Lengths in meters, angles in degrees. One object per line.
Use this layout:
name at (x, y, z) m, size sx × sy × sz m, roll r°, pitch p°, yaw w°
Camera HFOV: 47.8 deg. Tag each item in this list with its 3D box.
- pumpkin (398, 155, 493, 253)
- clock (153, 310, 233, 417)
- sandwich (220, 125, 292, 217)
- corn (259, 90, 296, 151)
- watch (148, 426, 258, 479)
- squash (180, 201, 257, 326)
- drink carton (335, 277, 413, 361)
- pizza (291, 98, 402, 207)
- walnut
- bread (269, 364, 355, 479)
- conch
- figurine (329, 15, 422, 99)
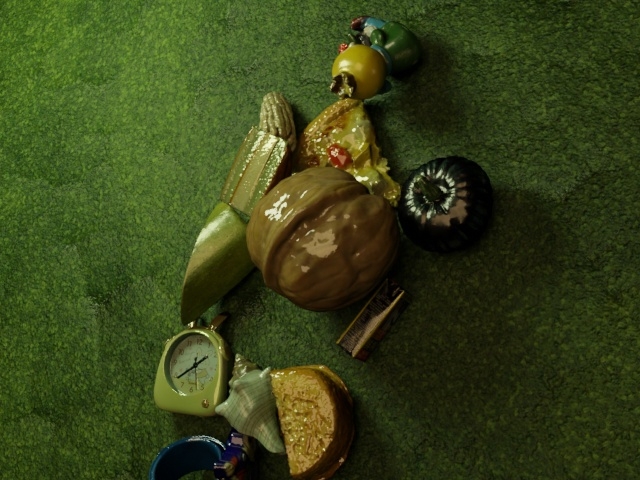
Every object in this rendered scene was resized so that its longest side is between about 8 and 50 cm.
pumpkin at (0.241, -0.069, 1.390) m, size 0.194 × 0.150 × 0.194 m, roll 3°, pitch 98°, yaw 22°
clock at (-0.261, 0.260, 1.556) m, size 0.170 × 0.069 × 0.232 m, roll 2°, pitch 75°, yaw 25°
sandwich at (-0.110, -0.128, 1.541) m, size 0.117 × 0.144 × 0.187 m, roll 30°, pitch 97°, yaw 26°
corn at (-0.094, -0.254, 1.596) m, size 0.087 × 0.087 × 0.211 m, roll -26°, pitch 32°, yaw 15°
watch at (-0.230, 0.466, 1.425) m, size 0.200 × 0.196 × 0.171 m, roll -3°, pitch 112°, yaw 9°
squash at (-0.258, 0.042, 1.574) m, size 0.252 × 0.093 × 0.169 m, roll -41°, pitch 64°, yaw -6°
drink carton at (0.107, 0.156, 1.421) m, size 0.056 × 0.071 × 0.165 m, roll 38°, pitch 91°, yaw 25°
pizza at (0.069, -0.170, 1.528) m, size 0.288 × 0.075 × 0.280 m, roll 38°, pitch 93°, yaw 29°
walnut at (0.000, 0.000, 1.397) m, size 0.285 × 0.285 × 0.296 m, roll -48°, pitch 56°, yaw 5°
bread at (-0.010, 0.339, 1.380) m, size 0.139 × 0.143 × 0.229 m, roll -20°, pitch 70°, yaw 18°
conch at (-0.138, 0.306, 1.427) m, size 0.137 × 0.234 × 0.114 m, roll 3°, pitch 115°, yaw -9°
figurine at (0.084, -0.381, 1.515) m, size 0.234 × 0.127 × 0.185 m, roll -39°, pitch 63°, yaw -21°
